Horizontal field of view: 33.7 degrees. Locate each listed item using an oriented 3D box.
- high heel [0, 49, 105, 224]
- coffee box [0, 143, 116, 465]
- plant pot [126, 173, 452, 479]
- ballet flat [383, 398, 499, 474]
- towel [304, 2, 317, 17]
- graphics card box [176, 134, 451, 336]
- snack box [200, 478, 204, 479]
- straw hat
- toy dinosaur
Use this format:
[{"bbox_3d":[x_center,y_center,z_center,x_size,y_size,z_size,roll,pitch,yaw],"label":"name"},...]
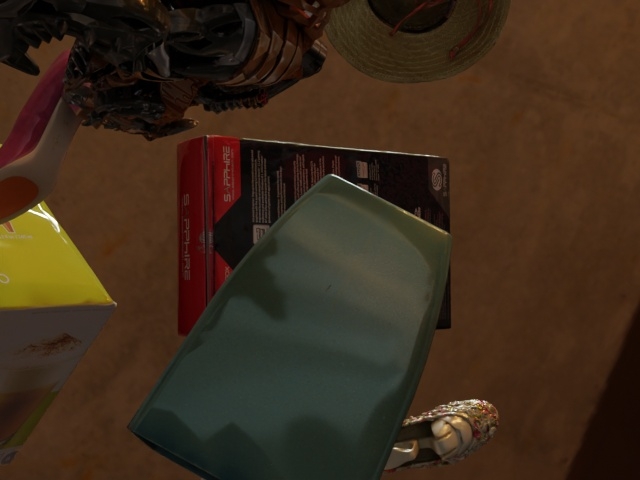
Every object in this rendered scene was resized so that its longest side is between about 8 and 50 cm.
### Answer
[{"bbox_3d":[-0.357,-0.125,1.280,0.244,0.117,0.082,-48,-39,6],"label":"high heel"},{"bbox_3d":[-0.546,0.085,1.387,0.338,0.338,0.334,1,-47,-54],"label":"coffee box"},{"bbox_3d":[-0.004,0.085,0.787,0.234,0.165,0.165,-61,-5,-16],"label":"plant pot"},{"bbox_3d":[0.135,0.281,1.442,0.241,0.077,0.091,-16,-85,-3],"label":"ballet flat"},{"bbox_3d":[-0.040,-0.306,1.292,0.152,0.023,0.113,-38,-48,-17],"label":"towel"},{"bbox_3d":[0.000,0.000,1.301,0.371,0.094,0.232,1,-93,-35],"label":"graphics card box"},{"bbox_3d":[-0.135,0.384,1.585,0.100,0.037,0.141,-42,-35,15],"label":"snack box"},{"bbox_3d":[0.068,-0.189,0.803,0.145,0.061,0.144,0,-71,0],"label":"straw hat"},{"bbox_3d":[-0.073,-0.146,0.573,0.218,0.164,0.322,17,-43,-32],"label":"toy dinosaur"}]
